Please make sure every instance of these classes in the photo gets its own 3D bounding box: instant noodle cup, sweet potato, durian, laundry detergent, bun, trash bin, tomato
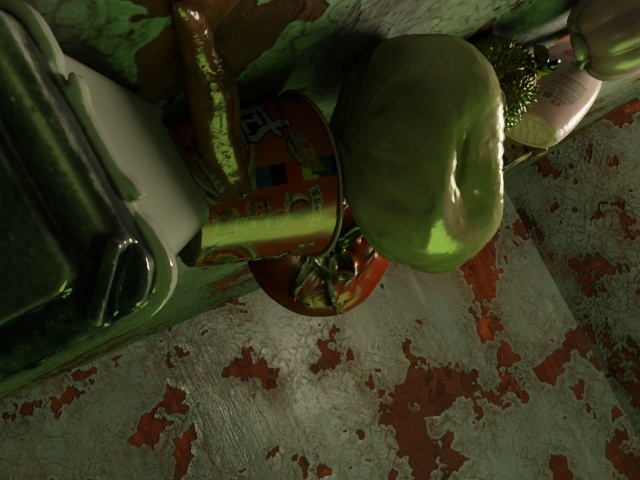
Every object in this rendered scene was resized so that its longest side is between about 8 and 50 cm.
[{"bbox_3d":[-0.111,-0.077,0.885,0.192,0.250,0.250,-12,167,-26],"label":"instant noodle cup"},{"bbox_3d":[-0.120,-0.156,0.690,0.058,0.078,0.255,-6,137,2],"label":"sweet potato"},{"bbox_3d":[0.303,-0.284,1.128,0.198,0.159,0.146,-57,-168,-10],"label":"durian"},{"bbox_3d":[0.483,-0.323,1.267,0.335,0.159,0.088,-49,155,-26],"label":"laundry detergent"},{"bbox_3d":[0.117,-0.124,0.902,0.213,0.361,0.361,-5,168,-11],"label":"bun"},{"bbox_3d":[-0.258,-0.054,0.573,0.256,0.296,0.367,-28,-174,7],"label":"trash bin"},{"bbox_3d":[0.000,0.000,1.413,0.341,0.341,0.273,-25,-174,-7],"label":"tomato"}]

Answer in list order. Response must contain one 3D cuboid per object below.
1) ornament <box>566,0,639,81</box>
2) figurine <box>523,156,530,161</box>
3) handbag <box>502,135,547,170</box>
[{"bbox_3d":[0.529,-0.378,1.151,0.178,0.177,0.177,-26,172,-4],"label":"ornament"},{"bbox_3d":[0.576,-0.297,2.052,0.315,0.168,0.187,-32,167,-38],"label":"figurine"},{"bbox_3d":[0.413,-0.253,1.518,0.252,0.193,0.190,-28,176,23],"label":"handbag"}]
